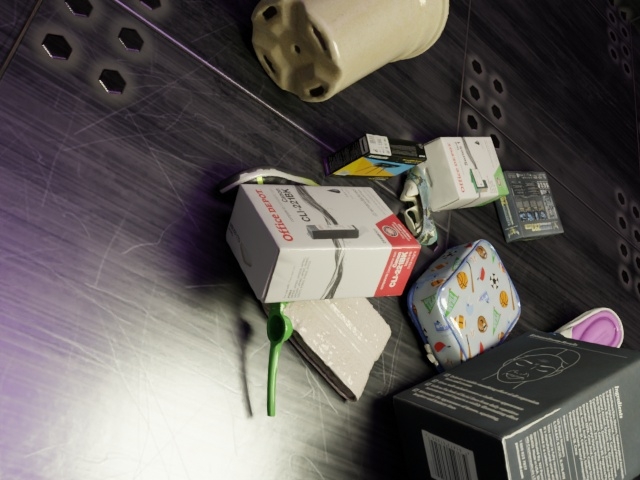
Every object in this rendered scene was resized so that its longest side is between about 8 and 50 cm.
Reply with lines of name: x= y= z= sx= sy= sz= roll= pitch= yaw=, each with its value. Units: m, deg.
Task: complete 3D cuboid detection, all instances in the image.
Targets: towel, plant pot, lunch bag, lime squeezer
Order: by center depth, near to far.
lime squeezer: x=-0.048 y=0.139 z=1.181 sx=0.310 sy=0.058 sz=0.110 roll=-60 pitch=138 yaw=-28
towel: x=0.018 y=0.141 z=1.291 sx=0.282 sy=0.049 sz=0.187 roll=49 pitch=49 yaw=-17
plant pot: x=0.035 y=-0.448 z=1.383 sx=0.305 sy=0.334 sz=0.334 roll=-45 pitch=105 yaw=-31
lunch bag: x=0.321 y=0.155 z=1.521 sx=0.303 sy=0.115 sz=0.243 roll=-39 pitch=106 yaw=-43

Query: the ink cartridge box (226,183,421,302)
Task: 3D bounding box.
ink cartridge box: x=0.000 y=0.000 z=1.186 sx=0.272 sy=0.114 sz=0.197 roll=-2 pitch=36 yaw=-29

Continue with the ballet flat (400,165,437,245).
ballet flat: x=0.214 y=-0.081 z=1.552 sx=0.070 sy=0.070 sz=0.188 roll=2 pitch=69 yaw=-42

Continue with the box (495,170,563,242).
box: x=0.562 y=-0.094 z=1.875 sx=0.232 sy=0.059 sz=0.183 roll=-6 pitch=78 yaw=-44

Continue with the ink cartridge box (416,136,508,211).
ink cartridge box: x=0.344 y=-0.165 z=1.679 sx=0.219 sy=0.092 sz=0.160 roll=-9 pitch=80 yaw=-45

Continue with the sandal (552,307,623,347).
sandal: x=0.620 y=0.293 z=1.687 sx=0.416 sy=0.102 sz=0.169 roll=-39 pitch=93 yaw=-28

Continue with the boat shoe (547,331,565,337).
boat shoe: x=0.540 y=0.342 z=1.580 sx=0.089 sy=0.109 sz=0.258 roll=7 pitch=91 yaw=-5

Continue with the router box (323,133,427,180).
router box: x=0.116 y=-0.170 z=1.443 sx=0.179 sy=0.133 sz=0.046 roll=0 pitch=73 yaw=-42

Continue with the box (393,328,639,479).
box: x=0.389 y=0.345 z=1.289 sx=0.395 sy=0.293 sz=0.212 roll=-18 pitch=101 yaw=-28

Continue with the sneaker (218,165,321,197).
sneaker: x=-0.076 y=-0.076 z=1.265 sx=0.234 sy=0.084 sz=0.097 roll=0 pitch=75 yaw=-43
